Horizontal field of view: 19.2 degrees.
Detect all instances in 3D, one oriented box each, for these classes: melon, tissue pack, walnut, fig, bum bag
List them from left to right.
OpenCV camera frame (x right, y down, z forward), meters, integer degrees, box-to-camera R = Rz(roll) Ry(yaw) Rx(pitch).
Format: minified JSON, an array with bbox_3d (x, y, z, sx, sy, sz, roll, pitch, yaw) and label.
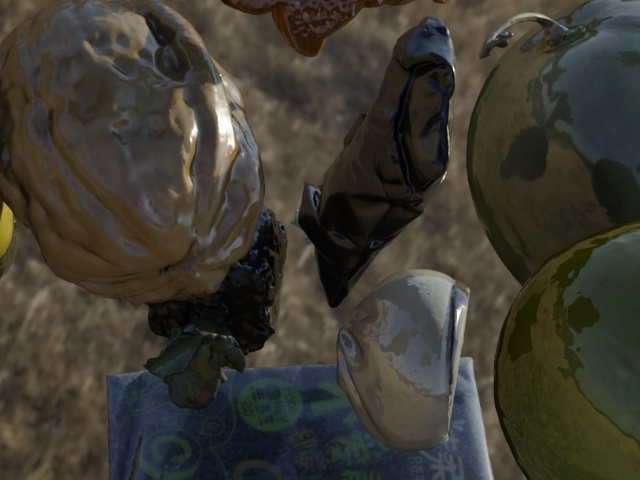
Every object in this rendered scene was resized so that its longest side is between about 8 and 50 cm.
[{"bbox_3d":[-0.141,-0.068,1.349,0.198,0.198,0.245,1,53,-34],"label":"walnut"},{"bbox_3d":[-0.019,0.267,1.919,0.394,0.124,0.288,-3,55,-6],"label":"tissue pack"},{"bbox_3d":[0.057,-0.061,1.722,0.095,0.340,0.144,3,61,-21],"label":"bum bag"},{"bbox_3d":[0.248,-0.052,1.509,0.272,0.308,0.272,-7,20,3],"label":"melon"},{"bbox_3d":[0.218,0.105,1.159,0.207,0.207,0.230,-4,54,-38],"label":"fig"}]

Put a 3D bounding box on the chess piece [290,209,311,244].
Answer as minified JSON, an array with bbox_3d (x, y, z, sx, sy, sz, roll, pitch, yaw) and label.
[{"bbox_3d":[0.000,0.000,2.225,0.093,0.042,0.042,53,36,-8],"label":"chess piece"}]

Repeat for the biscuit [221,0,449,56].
[{"bbox_3d":[-0.017,-0.224,1.287,0.280,0.183,0.043,17,10,-26],"label":"biscuit"}]

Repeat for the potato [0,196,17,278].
[{"bbox_3d":[-0.319,-0.042,1.418,0.173,0.300,0.140,15,62,14],"label":"potato"}]

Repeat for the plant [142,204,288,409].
[{"bbox_3d":[-0.106,0.055,1.814,0.131,0.142,0.203,5,41,6],"label":"plant"}]

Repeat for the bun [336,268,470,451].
[{"bbox_3d":[0.074,0.111,1.781,0.120,0.173,0.173,6,37,4],"label":"bun"}]
